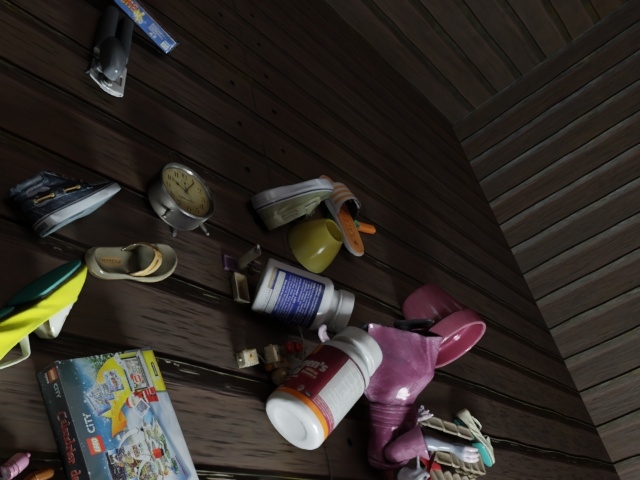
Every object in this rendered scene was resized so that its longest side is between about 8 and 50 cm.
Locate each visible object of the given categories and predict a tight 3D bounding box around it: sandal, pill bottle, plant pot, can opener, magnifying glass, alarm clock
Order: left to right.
[{"bbox_3d":[-0.418,-0.405,1.212,0.076,0.095,0.283,33,34,-38],"label":"can opener"},{"bbox_3d":[-0.300,0.029,0.967,0.180,0.049,0.072,3,57,-58],"label":"sandal"},{"bbox_3d":[-0.274,-0.098,1.138,0.129,0.064,0.192,26,41,-44],"label":"alarm clock"},{"bbox_3d":[-0.034,0.115,1.166,0.187,0.112,0.112,20,35,-7],"label":"pill bottle"},{"bbox_3d":[0.000,0.000,1.444,0.134,0.095,0.134,39,32,-30],"label":"plant pot"},{"bbox_3d":[0.013,0.260,1.068,0.121,0.121,0.221,53,49,-4],"label":"pill bottle"},{"bbox_3d":[0.080,-0.083,1.643,0.102,0.076,0.265,10,51,-54],"label":"sandal"},{"bbox_3d":[0.094,-0.048,1.734,0.231,0.026,0.092,13,49,-54],"label":"magnifying glass"},{"bbox_3d":[0.328,0.228,1.648,0.201,0.201,0.180,17,30,-51],"label":"plant pot"}]

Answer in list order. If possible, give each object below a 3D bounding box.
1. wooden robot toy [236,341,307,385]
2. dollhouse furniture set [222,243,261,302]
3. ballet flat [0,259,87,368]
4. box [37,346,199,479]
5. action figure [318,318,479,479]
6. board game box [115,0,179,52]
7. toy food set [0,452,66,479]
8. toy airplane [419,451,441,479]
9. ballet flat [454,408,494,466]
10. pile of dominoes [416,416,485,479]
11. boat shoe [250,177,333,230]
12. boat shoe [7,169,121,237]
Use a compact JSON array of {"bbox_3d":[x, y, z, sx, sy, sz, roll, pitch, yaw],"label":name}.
[{"bbox_3d":[-0.075,0.234,1.092,0.173,0.076,0.079,11,61,-54],"label":"wooden robot toy"},{"bbox_3d":[-0.129,0.067,1.170,0.091,0.081,0.114,26,39,-44],"label":"dollhouse furniture set"},{"bbox_3d":[-0.377,0.105,0.747,0.231,0.077,0.077,-50,125,-60],"label":"ballet flat"},{"bbox_3d":[-0.259,0.263,0.775,0.159,0.044,0.233,4,56,-58],"label":"box"},{"bbox_3d":[0.145,0.345,1.194,0.276,0.248,0.370,7,75,-14],"label":"action figure"},{"bbox_3d":[-0.418,-0.526,1.366,0.201,0.035,0.136,45,7,-21],"label":"board game box"},{"bbox_3d":[-0.331,0.281,0.665,0.122,0.019,0.078,35,33,-35],"label":"toy food set"},{"bbox_3d":[0.238,0.529,1.305,0.151,0.028,0.151,21,41,-20],"label":"toy airplane"},{"bbox_3d":[0.428,0.529,1.586,0.052,0.057,0.168,-35,91,-28],"label":"ballet flat"},{"bbox_3d":[0.311,0.540,1.441,0.251,0.040,0.196,26,39,-31],"label":"pile of dominoes"},{"bbox_3d":[-0.062,-0.090,1.463,0.302,0.109,0.094,-21,93,-54],"label":"boat shoe"},{"bbox_3d":[-0.392,-0.078,0.917,0.083,0.065,0.183,53,28,-7],"label":"boat shoe"}]
